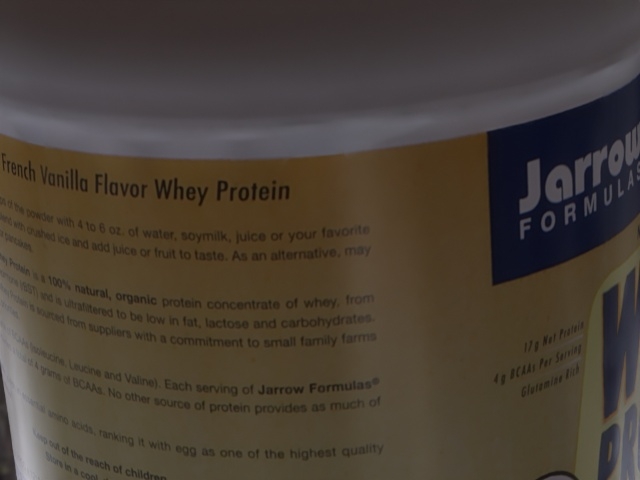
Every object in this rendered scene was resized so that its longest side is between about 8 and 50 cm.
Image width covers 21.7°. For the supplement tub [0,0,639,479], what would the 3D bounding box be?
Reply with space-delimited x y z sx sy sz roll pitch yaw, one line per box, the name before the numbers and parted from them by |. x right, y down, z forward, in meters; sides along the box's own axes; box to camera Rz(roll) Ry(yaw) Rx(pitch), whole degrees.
supplement tub | 0.000 0.000 0.577 0.228 0.316 0.228 -3 -160 1
